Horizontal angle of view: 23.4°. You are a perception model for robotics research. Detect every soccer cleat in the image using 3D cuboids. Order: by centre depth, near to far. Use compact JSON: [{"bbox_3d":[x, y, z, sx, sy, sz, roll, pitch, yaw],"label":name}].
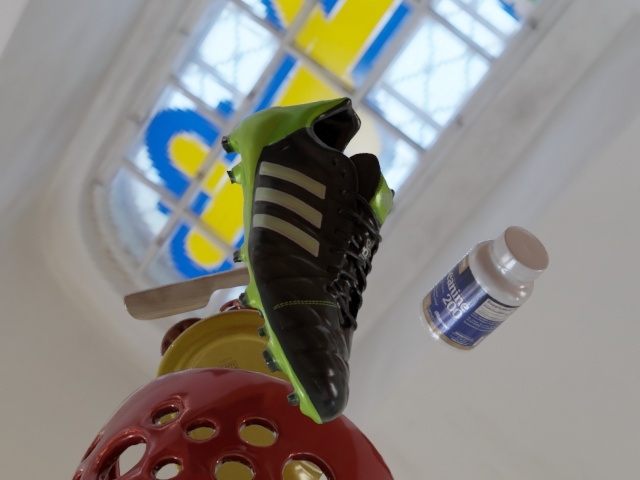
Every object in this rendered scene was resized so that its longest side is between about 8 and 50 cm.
[{"bbox_3d":[0.000,0.000,0.691,0.060,0.072,0.179,63,-168,-47],"label":"soccer cleat"}]

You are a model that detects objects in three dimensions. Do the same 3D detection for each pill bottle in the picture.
[{"bbox_3d":[0.146,0.042,1.370,0.067,0.120,0.067,24,-139,-22],"label":"pill bottle"}]

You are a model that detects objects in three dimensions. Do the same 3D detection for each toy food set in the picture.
[{"bbox_3d":[-0.066,0.109,1.177,0.128,0.218,0.071,-20,-160,-8],"label":"toy food set"}]

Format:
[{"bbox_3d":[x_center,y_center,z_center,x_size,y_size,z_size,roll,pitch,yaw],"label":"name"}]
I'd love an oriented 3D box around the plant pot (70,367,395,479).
[{"bbox_3d":[-0.063,0.194,0.838,0.191,0.191,0.174,34,-143,-6],"label":"plant pot"}]
